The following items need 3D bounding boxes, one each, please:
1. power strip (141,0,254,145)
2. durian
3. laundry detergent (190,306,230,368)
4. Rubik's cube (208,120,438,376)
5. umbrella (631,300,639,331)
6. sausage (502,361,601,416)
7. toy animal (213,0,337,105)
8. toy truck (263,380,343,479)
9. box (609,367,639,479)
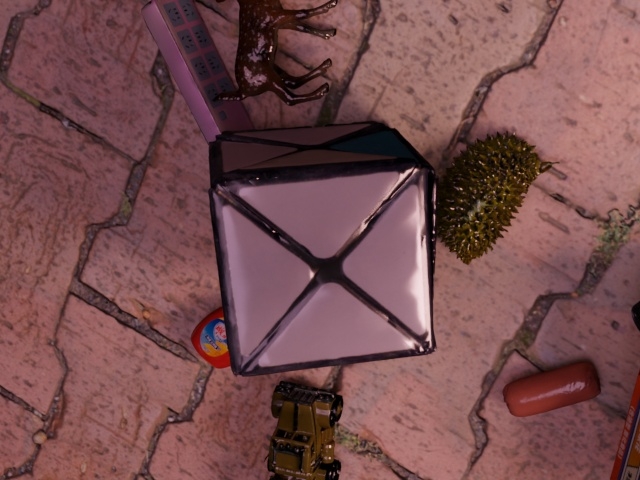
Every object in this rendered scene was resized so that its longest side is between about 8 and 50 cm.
[{"bbox_3d":[-0.192,-0.269,1.788,0.038,0.109,0.278,-22,100,28],"label":"power strip"},{"bbox_3d":[0.243,-0.069,1.714,0.137,0.095,0.220,38,109,3],"label":"durian"},{"bbox_3d":[-0.142,0.149,1.942,0.165,0.049,0.097,-38,99,24],"label":"laundry detergent"},{"bbox_3d":[0.000,0.000,1.667,0.310,0.305,0.306,-5,105,-4],"label":"Rubik's cube"},{"bbox_3d":[0.542,0.194,1.701,0.118,0.118,0.340,-5,116,20],"label":"umbrella"},{"bbox_3d":[0.364,0.237,1.788,0.154,0.062,0.062,-20,100,23],"label":"sausage"},{"bbox_3d":[-0.105,-0.332,1.729,0.260,0.087,0.243,7,85,4],"label":"toy animal"},{"bbox_3d":[-0.038,0.374,1.939,0.127,0.127,0.257,10,107,17],"label":"toy truck"},{"bbox_3d":[0.599,0.320,1.532,0.257,0.318,0.348,-8,121,-25],"label":"box"}]
